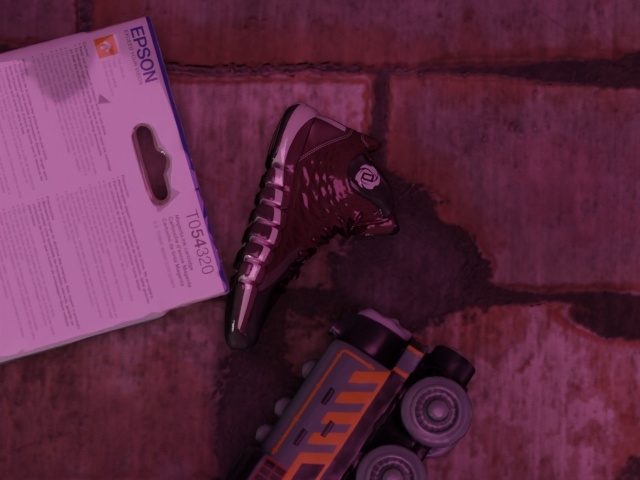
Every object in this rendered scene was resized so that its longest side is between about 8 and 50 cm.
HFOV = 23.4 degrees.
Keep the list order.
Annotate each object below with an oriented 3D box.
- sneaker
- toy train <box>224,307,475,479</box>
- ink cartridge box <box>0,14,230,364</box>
[{"bbox_3d":[0.000,0.000,1.695,0.162,0.106,0.281,17,85,-7],"label":"sneaker"},{"bbox_3d":[0.026,0.233,1.664,0.190,0.142,0.334,33,78,6],"label":"toy train"},{"bbox_3d":[-0.299,-0.047,1.686,0.330,0.071,0.324,-16,86,-6],"label":"ink cartridge box"}]
